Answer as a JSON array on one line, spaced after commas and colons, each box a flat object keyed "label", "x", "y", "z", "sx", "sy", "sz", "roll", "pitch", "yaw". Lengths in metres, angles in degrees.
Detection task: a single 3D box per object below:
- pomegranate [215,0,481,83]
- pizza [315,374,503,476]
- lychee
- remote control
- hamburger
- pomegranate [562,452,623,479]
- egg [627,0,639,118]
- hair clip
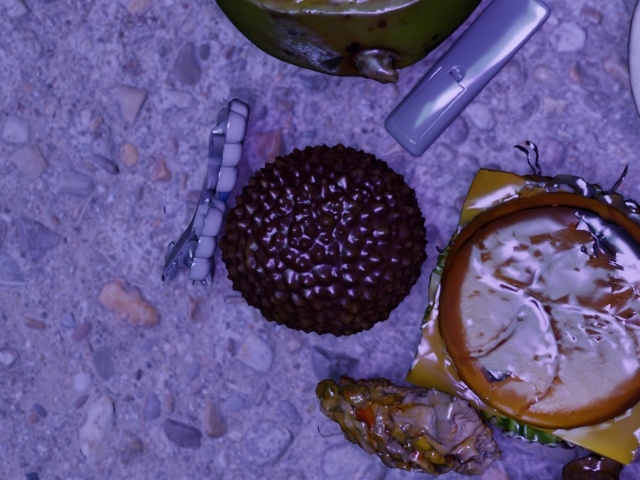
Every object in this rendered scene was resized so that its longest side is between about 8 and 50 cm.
[{"label": "pomegranate", "x": 0.027, "y": -0.291, "z": 0.957, "sx": 0.260, "sy": 0.260, "sz": 0.341, "roll": -7, "pitch": 61, "yaw": 19}, {"label": "pizza", "x": 0.084, "y": 0.175, "z": 0.981, "sx": 0.147, "sy": 0.226, "sz": 0.069, "roll": 39, "pitch": 72, "yaw": -23}, {"label": "lychee", "x": 0.000, "y": 0.000, "z": 1.003, "sx": 0.188, "sy": 0.188, "sz": 0.188, "roll": 1, "pitch": 94, "yaw": 18}, {"label": "remote control", "x": 0.132, "y": -0.158, "z": 1.032, "sx": 0.050, "sy": 0.027, "sz": 0.184, "roll": 45, "pitch": 104, "yaw": 10}, {"label": "hamburger", "x": 0.206, "y": 0.054, "z": 0.962, "sx": 0.243, "sy": 0.138, "sz": 0.262, "roll": 23, "pitch": 100, "yaw": 16}, {"label": "pomegranate", "x": 0.228, "y": 0.332, "z": 0.891, "sx": 0.307, "sy": 0.307, "sz": 0.307, "roll": 1, "pitch": 94, "yaw": 18}, {"label": "egg", "x": 0.359, "y": -0.169, "z": 0.877, "sx": 0.206, "sy": 0.162, "sz": 0.271, "roll": 19, "pitch": 120, "yaw": 20}, {"label": "hair clip", "x": -0.104, "y": -0.050, "z": 1.066, "sx": 0.054, "sy": 0.140, "sz": 0.220, "roll": 17, "pitch": 120, "yaw": -4}]
